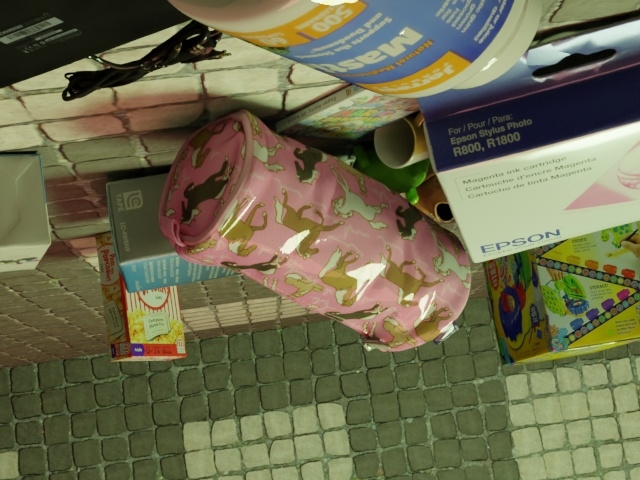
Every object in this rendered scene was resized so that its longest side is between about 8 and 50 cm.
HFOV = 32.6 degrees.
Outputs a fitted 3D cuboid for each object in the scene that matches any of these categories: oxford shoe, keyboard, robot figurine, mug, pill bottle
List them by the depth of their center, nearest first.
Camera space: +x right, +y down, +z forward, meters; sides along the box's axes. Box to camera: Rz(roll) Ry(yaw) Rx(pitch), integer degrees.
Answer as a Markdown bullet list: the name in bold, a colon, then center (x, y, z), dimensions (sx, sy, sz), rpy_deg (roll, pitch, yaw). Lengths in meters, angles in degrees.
- **pill bottle**: center (0.032, -0.167, 0.640), dimensions (0.152, 0.152, 0.272), rpy_deg (-15, 168, 30)
- **keyboard**: center (-0.197, -0.159, 0.842), dimensions (0.317, 0.033, 0.201), rpy_deg (-13, 163, 26)
- **mug**: center (0.111, -0.118, 1.261), dimensions (0.078, 0.062, 0.064), rpy_deg (-9, 180, 44)
- **robot figurine**: center (0.086, -0.089, 1.365), dimensions (0.101, 0.067, 0.115), rpy_deg (31, 149, -30)
- **oxford shoe**: center (0.169, -0.058, 1.597), dimensions (0.076, 0.076, 0.212), rpy_deg (-9, 172, -6)

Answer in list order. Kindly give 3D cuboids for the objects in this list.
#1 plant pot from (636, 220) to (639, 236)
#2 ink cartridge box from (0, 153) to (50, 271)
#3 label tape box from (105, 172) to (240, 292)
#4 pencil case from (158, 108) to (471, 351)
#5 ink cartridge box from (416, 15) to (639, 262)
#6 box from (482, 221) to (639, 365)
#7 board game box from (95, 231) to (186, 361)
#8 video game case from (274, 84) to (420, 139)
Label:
- **plant pot**: center (0.761, 0.052, 2.209), dimensions (0.276, 0.254, 0.276), rpy_deg (-8, 169, -2)
- **ink cartridge box**: center (-0.353, -0.024, 1.244), dimensions (0.061, 0.104, 0.181), rpy_deg (-4, 170, -23)
- **label tape box**: center (-0.098, -0.027, 1.443), dimensions (0.347, 0.115, 0.249), rpy_deg (-12, 171, -10)
- **pencil case**: center (0.000, 0.000, 1.232), dimensions (0.160, 0.167, 0.386), rpy_deg (-27, 139, 37)
- **ink cartridge box**: center (0.287, -0.101, 1.172), dimensions (0.324, 0.071, 0.330), rpy_deg (-15, 153, 12)
- **box**: center (0.392, 0.047, 1.789), dimensions (0.177, 0.279, 0.290), rpy_deg (-8, 169, -7)
- **board game box**: center (-0.277, 0.088, 1.689), dimensions (0.045, 0.194, 0.146), rpy_deg (-14, 169, 25)
- **video game case**: center (0.047, -0.143, 1.186), dimensions (0.119, 0.015, 0.166), rpy_deg (1, 166, -42)
